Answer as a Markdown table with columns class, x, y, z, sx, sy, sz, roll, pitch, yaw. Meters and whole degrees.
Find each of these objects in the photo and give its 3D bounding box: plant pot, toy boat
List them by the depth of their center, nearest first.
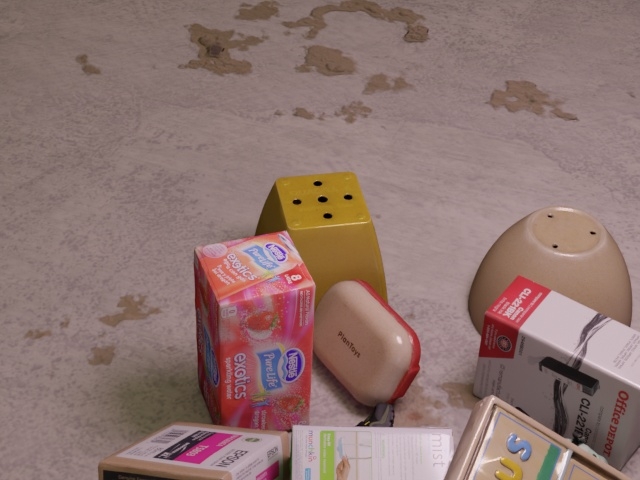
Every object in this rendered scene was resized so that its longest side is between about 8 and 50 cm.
| class | x | y | z | sx | sy | sz | roll | pitch | yaw |
| --- | --- | --- | --- | --- | --- | --- | --- | --- | --- |
| toy boat | 0.093 | 0.165 | 2.106 | 0.151 | 0.151 | 0.231 | 7 | 30 | -45 |
| plant pot | 0.403 | 0.053 | 2.190 | 0.284 | 0.191 | 0.284 | 1 | 41 | -1 |
| plant pot | 0.000 | 0.000 | 2.230 | 0.212 | 0.187 | 0.212 | -6 | 42 | -9 |

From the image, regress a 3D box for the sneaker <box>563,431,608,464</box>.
| class | x | y | z | sx | sy | sz | roll | pitch | yaw |
| --- | --- | --- | --- | --- | --- | --- | --- | --- | --- |
| sneaker | 0.412 | 0.382 | 1.883 | 0.151 | 0.094 | 0.256 | -28 | 51 | -35 |

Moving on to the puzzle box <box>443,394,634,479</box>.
| class | x | y | z | sx | sy | sz | roll | pitch | yaw |
| --- | --- | --- | --- | --- | --- | --- | --- | --- | --- |
| puzzle box | 0.255 | 0.438 | 1.675 | 0.272 | 0.052 | 0.409 | 31 | 60 | -7 |

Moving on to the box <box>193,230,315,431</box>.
| class | x | y | z | sx | sy | sz | roll | pitch | yaw |
| --- | --- | --- | --- | --- | --- | --- | --- | --- | --- |
| box | -0.101 | 0.151 | 1.961 | 0.154 | 0.300 | 0.142 | -11 | 41 | -17 |

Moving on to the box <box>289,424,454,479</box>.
| class | x | y | z | sx | sy | sz | roll | pitch | yaw |
| --- | --- | --- | --- | --- | --- | --- | --- | --- | --- |
| box | 0.071 | 0.396 | 1.765 | 0.231 | 0.126 | 0.262 | 1 | 59 | -3 |

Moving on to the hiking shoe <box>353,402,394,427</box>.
| class | x | y | z | sx | sy | sz | roll | pitch | yaw |
| --- | --- | --- | --- | --- | --- | --- | --- | --- | --- |
| hiking shoe | 0.030 | 0.315 | 1.943 | 0.114 | 0.086 | 0.227 | 24 | 46 | 18 |

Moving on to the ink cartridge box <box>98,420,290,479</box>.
| class | x | y | z | sx | sy | sz | roll | pitch | yaw |
| --- | --- | --- | --- | --- | --- | --- | --- | --- | --- |
| ink cartridge box | -0.173 | 0.330 | 1.810 | 0.193 | 0.088 | 0.235 | 2 | 7 | 20 |

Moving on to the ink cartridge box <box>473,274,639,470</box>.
| class | x | y | z | sx | sy | sz | roll | pitch | yaw |
| --- | --- | --- | --- | --- | --- | --- | --- | --- | --- |
| ink cartridge box | 0.390 | 0.206 | 2.005 | 0.273 | 0.197 | 0.114 | 26 | 47 | 25 |
